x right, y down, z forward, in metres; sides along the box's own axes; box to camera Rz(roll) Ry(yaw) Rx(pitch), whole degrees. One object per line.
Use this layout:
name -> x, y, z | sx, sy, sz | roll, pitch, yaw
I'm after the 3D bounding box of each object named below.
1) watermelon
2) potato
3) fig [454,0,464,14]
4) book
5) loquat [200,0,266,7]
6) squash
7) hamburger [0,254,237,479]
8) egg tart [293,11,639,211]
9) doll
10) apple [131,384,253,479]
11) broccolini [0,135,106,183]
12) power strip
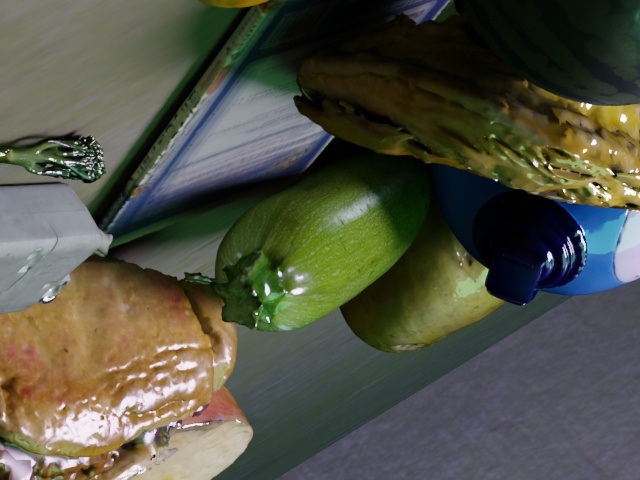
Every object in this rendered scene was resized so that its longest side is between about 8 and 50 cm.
watermelon -> 0.170, -0.184, 1.090 | 0.212, 0.212, 0.212 | -32, 167, -8
potato -> 0.104, 0.012, 1.762 | 0.228, 0.148, 0.197 | -44, -151, 37
fig -> 0.243, -0.204, 1.252 | 0.320, 0.217, 0.217 | -21, 168, 5
book -> -0.024, -0.106, 1.336 | 0.228, 0.018, 0.322 | -22, 163, -41
loquat -> -0.022, -0.168, 0.880 | 0.137, 0.113, 0.137 | -14, 165, -4
squash -> 0.000, 0.000, 1.504 | 0.107, 0.107, 0.395 | -39, 179, 23
hamburger -> -0.197, 0.110, 1.400 | 0.282, 0.245, 0.155 | 27, 138, -24
egg tart -> 0.125, -0.094, 1.262 | 0.297, 0.297, 0.132 | 25, 81, -75
doll -> 0.215, -0.089, 1.535 | 0.310, 0.240, 0.284 | 97, 18, -55
apple -> -0.208, 0.193, 1.674 | 0.251, 0.163, 0.293 | -17, 147, -31
broccolini -> -0.181, -0.051, 1.152 | 0.035, 0.030, 0.140 | 1, -179, 30
power strip -> -0.222, 0.010, 1.199 | 0.093, 0.053, 0.288 | -40, 167, 21
